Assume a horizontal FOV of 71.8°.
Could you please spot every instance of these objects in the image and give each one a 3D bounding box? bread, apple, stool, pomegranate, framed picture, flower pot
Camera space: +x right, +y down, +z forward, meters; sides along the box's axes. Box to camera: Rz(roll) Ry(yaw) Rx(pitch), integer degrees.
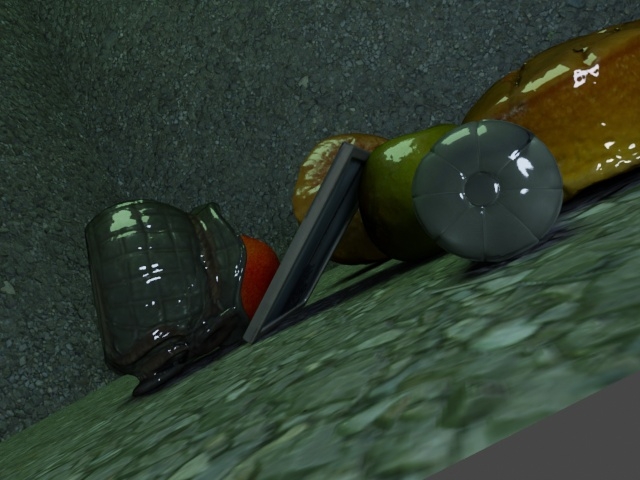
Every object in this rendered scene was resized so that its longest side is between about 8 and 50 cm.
[{"bbox_3d":[0.090,-0.089,0.975,0.311,0.312,0.172,-26,-21,-12],"label":"bread"},{"bbox_3d":[0.254,-0.121,0.443,0.269,0.143,0.195,-22,-5,-41],"label":"bread"},{"bbox_3d":[0.140,-0.064,0.584,0.196,0.157,0.196,-20,3,1],"label":"apple"},{"bbox_3d":[0.124,-0.035,0.331,0.096,0.096,0.110,-28,-7,22],"label":"stool"},{"bbox_3d":[-0.216,0.090,1.045,0.256,0.221,0.220,24,-27,-22],"label":"pomegranate"},{"bbox_3d":[0.000,0.000,0.645,0.289,0.016,0.213,-62,-13,14],"label":"framed picture"},{"bbox_3d":[-0.250,0.084,0.721,0.212,0.302,0.301,-10,-11,-29],"label":"flower pot"}]
